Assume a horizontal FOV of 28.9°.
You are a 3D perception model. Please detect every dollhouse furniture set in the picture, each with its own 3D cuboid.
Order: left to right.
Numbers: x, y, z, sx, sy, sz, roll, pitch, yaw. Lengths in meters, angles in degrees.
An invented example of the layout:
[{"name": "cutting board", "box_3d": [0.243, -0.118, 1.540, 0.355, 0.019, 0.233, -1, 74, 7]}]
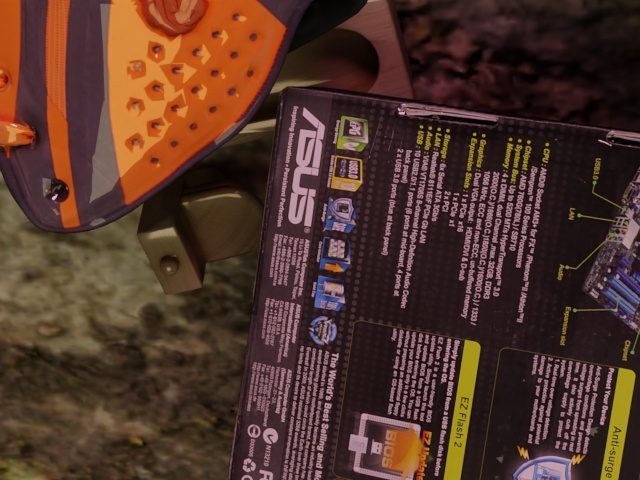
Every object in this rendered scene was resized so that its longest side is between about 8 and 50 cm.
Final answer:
[{"name": "dollhouse furniture set", "box_3d": [0.000, 0.000, 0.468, 0.144, 0.123, 0.151, -11, 128, 10]}]

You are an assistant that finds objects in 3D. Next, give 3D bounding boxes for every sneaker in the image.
[{"name": "sneaker", "box_3d": [-0.136, -0.083, 0.382, 0.321, 0.125, 0.180, -6, 114, 7]}]

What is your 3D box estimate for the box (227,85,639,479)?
[{"name": "box", "box_3d": [0.065, 0.053, 0.419, 0.184, 0.045, 0.191, 8, 96, 12]}]
